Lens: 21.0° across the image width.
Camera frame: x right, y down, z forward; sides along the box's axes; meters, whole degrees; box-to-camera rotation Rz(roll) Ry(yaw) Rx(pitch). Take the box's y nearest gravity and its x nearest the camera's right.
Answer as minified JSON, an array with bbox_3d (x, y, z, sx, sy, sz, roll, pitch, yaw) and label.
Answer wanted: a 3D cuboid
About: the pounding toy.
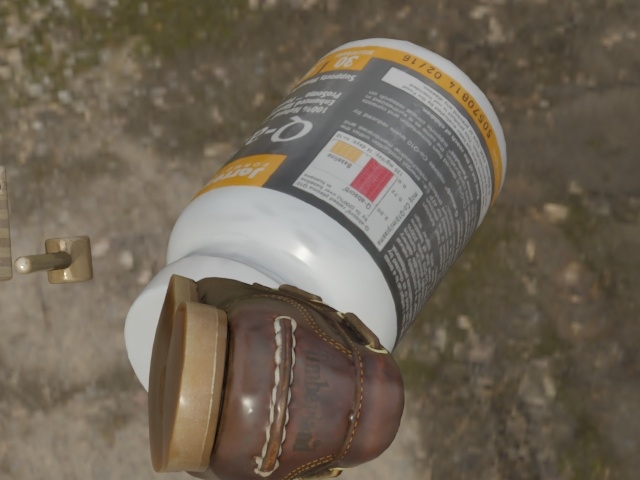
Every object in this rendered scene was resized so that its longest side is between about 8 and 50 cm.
[{"bbox_3d":[-0.256,-0.013,1.213,0.206,0.181,0.094,-1,83,-38],"label":"pounding toy"}]

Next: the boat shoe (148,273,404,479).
[{"bbox_3d":[-0.021,0.051,0.591,0.073,0.207,0.073,5,92,-9],"label":"boat shoe"}]

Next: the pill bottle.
[{"bbox_3d":[0.000,0.000,1.123,0.162,0.162,0.278,21,44,18],"label":"pill bottle"}]
